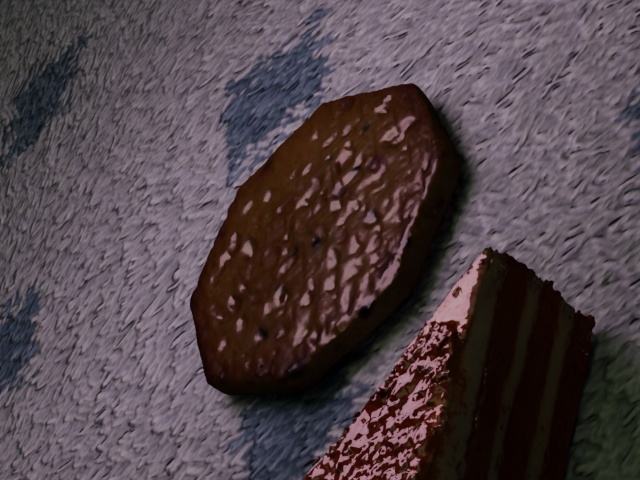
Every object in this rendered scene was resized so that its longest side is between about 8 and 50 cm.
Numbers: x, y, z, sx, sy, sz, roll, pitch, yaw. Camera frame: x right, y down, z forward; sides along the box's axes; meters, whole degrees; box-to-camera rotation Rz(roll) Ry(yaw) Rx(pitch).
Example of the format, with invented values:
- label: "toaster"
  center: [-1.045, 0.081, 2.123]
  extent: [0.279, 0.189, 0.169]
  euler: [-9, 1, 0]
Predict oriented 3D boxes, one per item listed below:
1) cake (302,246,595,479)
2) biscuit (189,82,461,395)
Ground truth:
- label: "cake"
  center: [0.127, 0.151, 1.453]
  extent: [0.262, 0.158, 0.159]
  euler: [-54, 34, -1]
- label: "biscuit"
  center: [0.000, 0.001, 1.900]
  extent: [0.359, 0.046, 0.359]
  euler: [-36, 34, 29]
